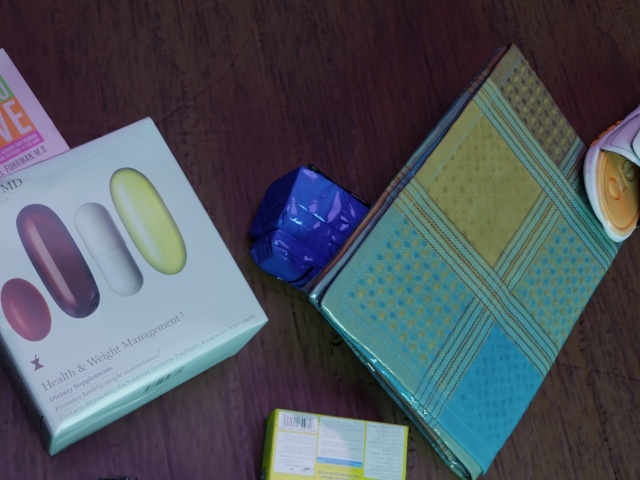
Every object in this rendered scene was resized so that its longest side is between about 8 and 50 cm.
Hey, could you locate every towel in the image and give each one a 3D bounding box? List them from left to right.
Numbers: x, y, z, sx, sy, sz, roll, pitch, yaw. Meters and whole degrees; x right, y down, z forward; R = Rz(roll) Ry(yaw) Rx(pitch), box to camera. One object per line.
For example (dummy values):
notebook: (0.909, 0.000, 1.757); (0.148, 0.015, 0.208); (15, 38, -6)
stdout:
towel: (0.167, 0.015, 0.944); (0.271, 0.040, 0.370); (50, 60, -22)

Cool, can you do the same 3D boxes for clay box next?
clay box: (0.006, 0.269, 0.838); (0.128, 0.053, 0.222); (10, 70, -11)

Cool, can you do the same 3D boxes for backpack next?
backpack: (0.000, 0.000, 0.915); (0.120, 0.098, 0.101); (28, 74, -19)

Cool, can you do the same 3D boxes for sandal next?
sandal: (0.371, -0.103, 1.039); (0.265, 0.076, 0.102); (-45, 110, -37)

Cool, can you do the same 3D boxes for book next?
book: (-0.302, -0.096, 0.895); (0.096, 0.035, 0.144); (-33, 84, -21)

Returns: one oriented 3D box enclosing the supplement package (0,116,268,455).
supplement package: (-0.189, 0.041, 0.811); (0.194, 0.149, 0.203); (-28, 81, -24)

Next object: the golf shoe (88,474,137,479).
golf shoe: (-0.118, 0.260, 0.778); (0.198, 0.077, 0.093); (21, 87, 20)
